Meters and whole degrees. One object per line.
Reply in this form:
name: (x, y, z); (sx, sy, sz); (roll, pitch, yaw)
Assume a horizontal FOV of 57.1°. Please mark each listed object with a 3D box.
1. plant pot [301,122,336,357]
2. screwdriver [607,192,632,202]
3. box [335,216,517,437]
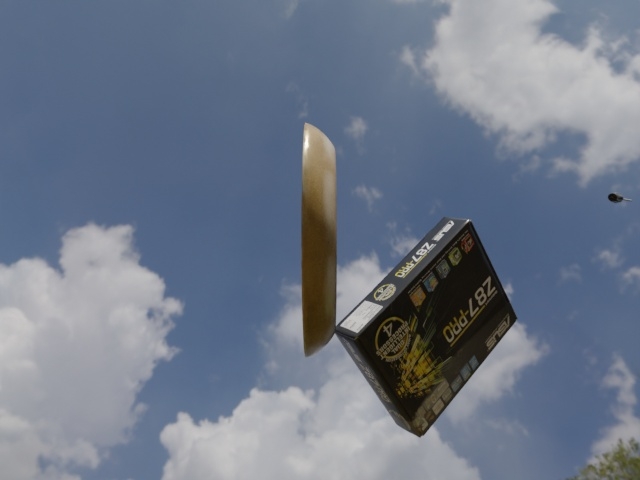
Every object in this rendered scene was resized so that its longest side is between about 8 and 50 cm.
plant pot: (0.000, 0.000, 0.599); (0.032, 0.236, 0.236); (0, -58, 1)
screwdriver: (0.693, -0.097, 1.345); (0.170, 0.024, 0.025); (-5, -38, -45)
box: (0.252, 0.189, 1.330); (0.395, 0.097, 0.318); (-42, -62, -23)
